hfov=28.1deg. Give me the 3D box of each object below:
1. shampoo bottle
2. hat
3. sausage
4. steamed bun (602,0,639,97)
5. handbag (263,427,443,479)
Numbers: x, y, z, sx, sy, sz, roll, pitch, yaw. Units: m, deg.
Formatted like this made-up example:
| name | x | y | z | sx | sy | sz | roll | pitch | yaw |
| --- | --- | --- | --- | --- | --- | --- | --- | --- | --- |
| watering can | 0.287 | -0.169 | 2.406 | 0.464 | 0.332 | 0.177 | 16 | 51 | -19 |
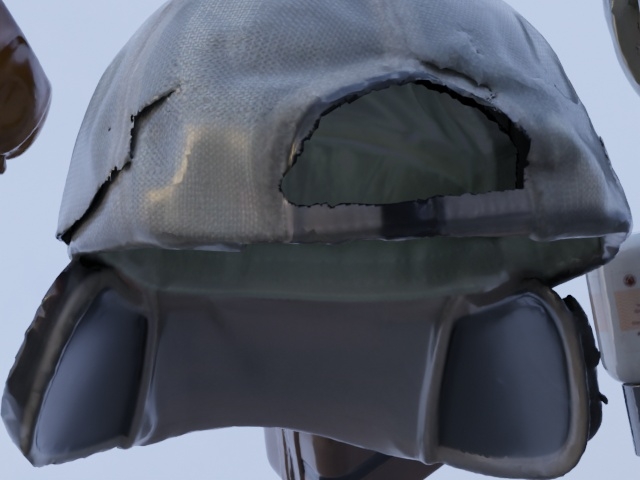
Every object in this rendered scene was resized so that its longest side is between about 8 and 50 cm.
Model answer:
| name | x | y | z | sx | sy | sz | roll | pitch | yaw |
| --- | --- | --- | --- | --- | --- | --- | --- | --- | --- |
| shampoo bottle | 0.245 | 0.089 | 0.948 | 0.074 | 0.192 | 0.074 | -10 | 1 | 0 |
| hat | -0.001 | 0.008 | 0.516 | 0.232 | 0.161 | 0.275 | 5 | -42 | -5 |
| sausage | -0.298 | -0.155 | 0.946 | 0.136 | 0.120 | 0.241 | -41 | -80 | -21 |
| steamed bun | 0.397 | -0.224 | 1.078 | 0.255 | 0.367 | 0.342 | 15 | -67 | -42 |
| handbag | 0.076 | 0.138 | 1.392 | 0.302 | 0.149 | 0.283 | -30 | -47 | -21 |
